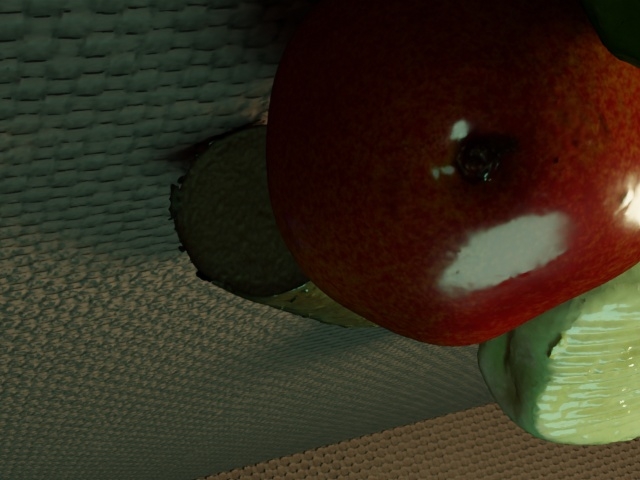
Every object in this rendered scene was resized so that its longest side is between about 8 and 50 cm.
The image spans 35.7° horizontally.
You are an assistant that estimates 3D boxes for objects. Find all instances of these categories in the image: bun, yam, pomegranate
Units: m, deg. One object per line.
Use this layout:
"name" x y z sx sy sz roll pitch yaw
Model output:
"bun" 0.360 0.094 1.239 0.360 0.213 0.361 -10 133 -11
"yam" -0.002 0.001 0.747 0.128 0.129 0.238 -20 161 17
"pomegranate" 0.080 -0.053 0.553 0.220 0.221 0.256 -20 172 8

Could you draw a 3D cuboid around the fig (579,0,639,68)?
"fig" 0.192 -0.149 0.407 0.195 0.195 0.245 -28 171 30
